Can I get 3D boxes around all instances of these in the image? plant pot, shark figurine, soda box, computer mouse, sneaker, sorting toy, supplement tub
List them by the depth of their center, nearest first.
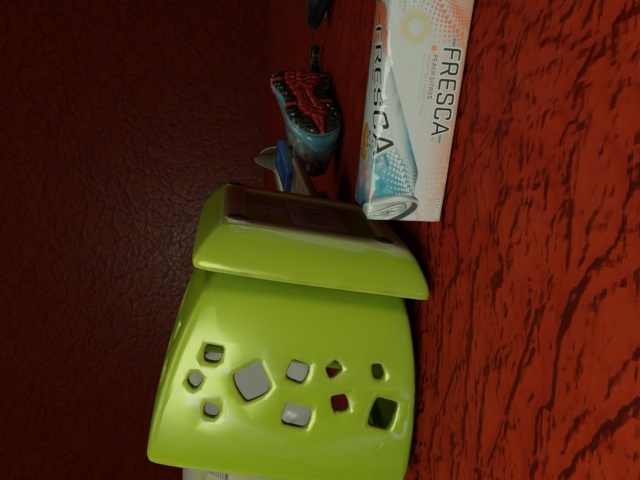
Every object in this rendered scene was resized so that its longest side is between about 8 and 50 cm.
[{"bbox_3d":[0.069,-0.109,0.479,0.058,0.062,0.183,-109,22,-69],"label":"soda box"},{"bbox_3d":[-0.027,0.070,0.594,0.228,0.226,0.207,-114,33,-72],"label":"plant pot"},{"bbox_3d":[0.000,0.000,0.922,0.196,0.047,0.348,94,159,-47],"label":"sorting toy"},{"bbox_3d":[-0.032,-0.199,1.047,0.262,0.104,0.125,-99,12,-52],"label":"sneaker"},{"bbox_3d":[-0.118,0.352,1.064,0.236,0.235,0.325,-98,13,-49],"label":"supplement tub"},{"bbox_3d":[-0.002,-0.379,1.126,0.242,0.041,0.071,91,-177,-51],"label":"computer mouse"},{"bbox_3d":[-0.106,-0.196,1.520,0.278,0.116,0.166,-102,17,-51],"label":"shark figurine"}]
